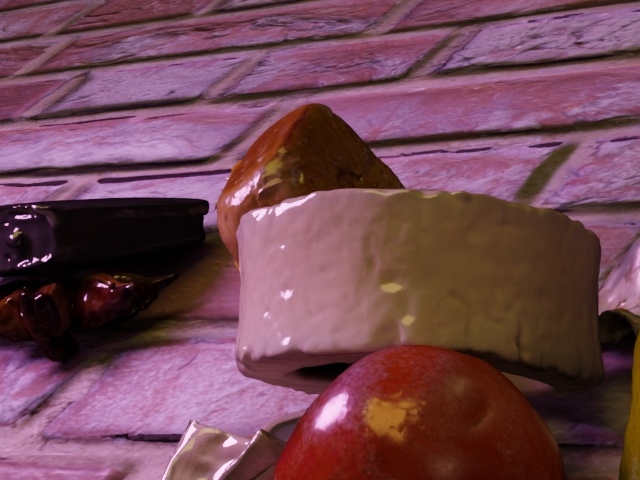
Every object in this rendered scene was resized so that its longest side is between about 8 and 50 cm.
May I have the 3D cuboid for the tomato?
[{"bbox_3d":[0.077,0.196,1.344,0.232,0.232,0.188,-24,39,-15],"label":"tomato"}]

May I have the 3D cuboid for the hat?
[{"bbox_3d":[-0.020,0.222,1.568,0.226,0.164,0.219,17,-6,-15],"label":"hat"}]

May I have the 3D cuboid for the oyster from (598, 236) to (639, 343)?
[{"bbox_3d":[0.402,0.029,1.667,0.351,0.115,0.238,-16,13,-7],"label":"oyster"}]

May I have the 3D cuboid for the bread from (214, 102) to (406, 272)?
[{"bbox_3d":[0.000,0.000,1.898,0.176,0.246,0.195,-36,13,36],"label":"bread"}]

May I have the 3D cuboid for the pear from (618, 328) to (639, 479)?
[{"bbox_3d":[0.321,0.109,1.305,0.176,0.282,0.286,15,38,41],"label":"pear"}]

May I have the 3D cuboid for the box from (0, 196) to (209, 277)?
[{"bbox_3d":[-0.359,0.000,2.206,0.359,0.091,0.350,-6,0,32],"label":"box"}]

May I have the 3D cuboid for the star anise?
[{"bbox_3d":[-0.297,0.091,2.080,0.272,0.103,0.272,-7,1,0],"label":"star anise"}]

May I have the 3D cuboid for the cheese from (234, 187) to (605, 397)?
[{"bbox_3d":[0.093,0.058,1.565,0.292,0.153,0.332,-11,-20,44],"label":"cheese"}]
